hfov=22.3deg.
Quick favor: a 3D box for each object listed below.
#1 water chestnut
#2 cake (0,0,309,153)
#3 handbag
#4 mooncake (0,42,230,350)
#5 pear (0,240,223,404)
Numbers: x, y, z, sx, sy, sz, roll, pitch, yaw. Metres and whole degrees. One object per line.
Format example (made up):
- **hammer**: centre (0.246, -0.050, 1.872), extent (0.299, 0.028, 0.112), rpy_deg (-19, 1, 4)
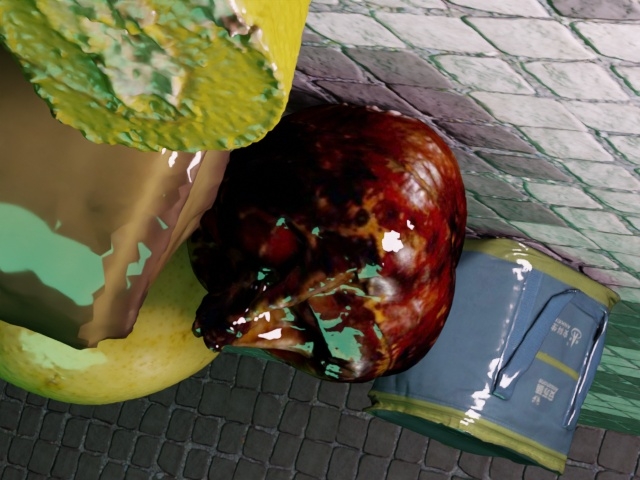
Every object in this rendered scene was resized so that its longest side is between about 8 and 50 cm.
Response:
- **water chestnut**: centre (0.000, 0.000, 1.515), extent (0.289, 0.289, 0.244), rpy_deg (7, 178, 41)
- **cake**: centre (-0.106, -0.174, 0.996), extent (0.179, 0.156, 0.260), rpy_deg (0, 150, 17)
- **handbag**: centre (0.211, 0.135, 1.971), extent (0.222, 0.241, 0.263), rpy_deg (7, 168, 46)
- **mooncake**: centre (-0.188, -0.112, 1.319), extent (0.246, 0.393, 0.394), rpy_deg (17, -150, -4)
- **pear**: centre (-0.242, 0.007, 1.723), extent (0.348, 0.348, 0.348), rpy_deg (15, 170, 3)
